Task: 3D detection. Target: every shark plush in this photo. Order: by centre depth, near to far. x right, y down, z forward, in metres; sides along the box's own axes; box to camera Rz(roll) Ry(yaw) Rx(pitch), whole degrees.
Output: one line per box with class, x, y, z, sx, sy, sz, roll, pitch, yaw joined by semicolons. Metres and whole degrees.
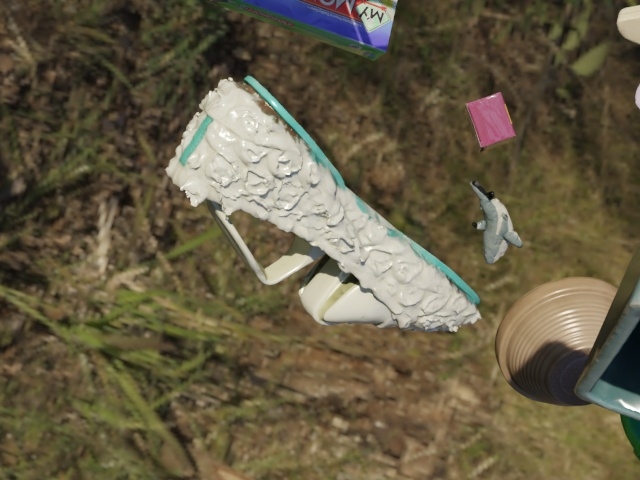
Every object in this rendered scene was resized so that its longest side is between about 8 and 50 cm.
shark plush;0.292;-0.031;2.072;0.067;0.073;0.161;-27;134;0

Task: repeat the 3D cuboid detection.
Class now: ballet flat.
ballet flat;0.000;0.000;1.163;0.409;0.147;0.147;42;66;-39

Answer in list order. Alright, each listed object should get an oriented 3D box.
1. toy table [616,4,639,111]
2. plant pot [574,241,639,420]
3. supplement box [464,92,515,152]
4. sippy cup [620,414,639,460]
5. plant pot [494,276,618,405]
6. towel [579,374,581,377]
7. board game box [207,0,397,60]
toy table;0.523;-0.252;1.555;0.161;0.274;0.252;55;30;-36
plant pot;0.351;0.011;0.860;0.247;0.248;0.252;83;28;-69
supplement box;0.194;-0.135;1.392;0.083;0.043;0.055;-6;78;-84
sippy cup;0.504;0.222;1.421;0.224;0.240;0.305;44;72;-38
plant pot;0.402;0.184;1.910;0.109;0.237;0.237;-100;-174;-58
towel;0.605;0.225;2.016;0.243;0.336;0.040;-56;-174;31
board game box;-0.041;-0.390;1.602;0.046;0.317;0.213;159;-55;-67
